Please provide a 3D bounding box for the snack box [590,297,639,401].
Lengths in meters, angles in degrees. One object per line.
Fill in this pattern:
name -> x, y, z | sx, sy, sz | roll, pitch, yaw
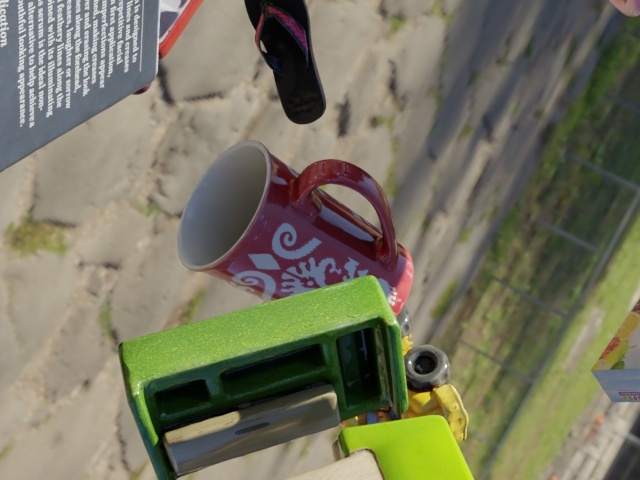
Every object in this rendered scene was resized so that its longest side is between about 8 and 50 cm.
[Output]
snack box -> 0.492, 0.127, 1.766 | 0.207, 0.174, 0.070 | -49, 113, -30

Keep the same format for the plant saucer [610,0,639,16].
plant saucer -> 0.268, -0.388, 1.318 | 0.084, 0.332, 0.332 | -30, 163, 8

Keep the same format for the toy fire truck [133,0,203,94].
toy fire truck -> -0.318, -0.334, 1.855 | 0.302, 0.254, 0.169 | -59, 174, -12

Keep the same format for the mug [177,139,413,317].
mug -> -0.005, 0.009, 1.035 | 0.169, 0.150, 0.113 | 31, 73, -33

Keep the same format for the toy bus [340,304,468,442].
toy bus -> 0.058, 0.203, 1.716 | 0.211, 0.220, 0.149 | -29, 141, -14

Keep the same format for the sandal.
sandal -> -0.040, -0.215, 1.439 | 0.040, 0.067, 0.179 | -20, 92, -66

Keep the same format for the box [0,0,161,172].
box -> -0.363, -0.202, 1.093 | 0.395, 0.293, 0.212 | -41, 150, -46

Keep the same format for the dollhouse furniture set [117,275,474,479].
dollhouse furniture set -> 0.004, 0.200, 0.764 | 0.151, 0.198, 0.301 | -18, 138, -7
